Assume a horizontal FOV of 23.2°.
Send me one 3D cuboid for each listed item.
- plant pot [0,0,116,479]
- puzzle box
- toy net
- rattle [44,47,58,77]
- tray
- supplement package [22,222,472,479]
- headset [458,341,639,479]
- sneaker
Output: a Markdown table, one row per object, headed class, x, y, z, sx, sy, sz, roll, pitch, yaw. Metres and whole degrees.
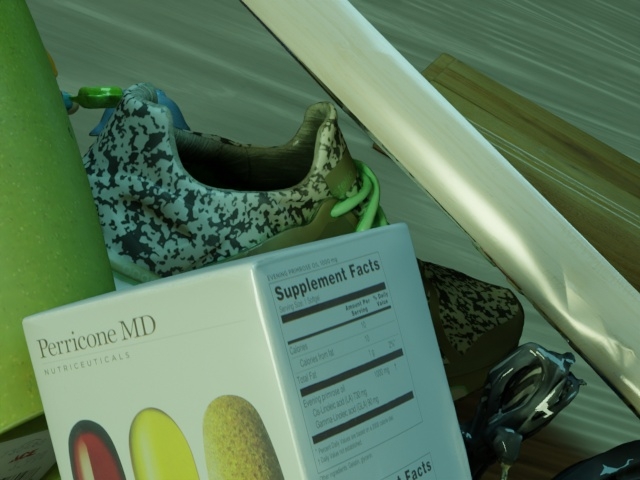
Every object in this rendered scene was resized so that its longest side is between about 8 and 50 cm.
| class | x | y | z | sx | sy | sz | roll | pitch | yaw |
| --- | --- | --- | --- | --- | --- | --- | --- | --- | --- |
| plant pot | -0.225 | -0.001 | 0.802 | 0.275 | 0.275 | 0.293 | -9 | 59 | -54 |
| puzzle box | 0.102 | -0.036 | 1.080 | 0.409 | 0.052 | 0.272 | 47 | 3 | 15 |
| toy net | -0.211 | -0.084 | 1.106 | 0.232 | 0.045 | 0.122 | 1 | 5 | 26 |
| rattle | -0.308 | -0.118 | 1.118 | 0.143 | 0.130 | 0.200 | 55 | 31 | -12 |
| tray | 0.270 | -0.049 | 1.605 | 0.411 | 0.076 | 0.203 | 31 | 24 | 5 |
| supplement package | -0.018 | 0.129 | 0.708 | 0.134 | 0.139 | 0.244 | -15 | 90 | -57 |
| headset | 0.207 | 0.199 | 0.900 | 0.394 | 0.185 | 0.243 | 29 | 21 | -26 |
| sneaker | 0.000 | 0.000 | 1.082 | 0.410 | 0.182 | 0.158 | 13 | 28 | -33 |
